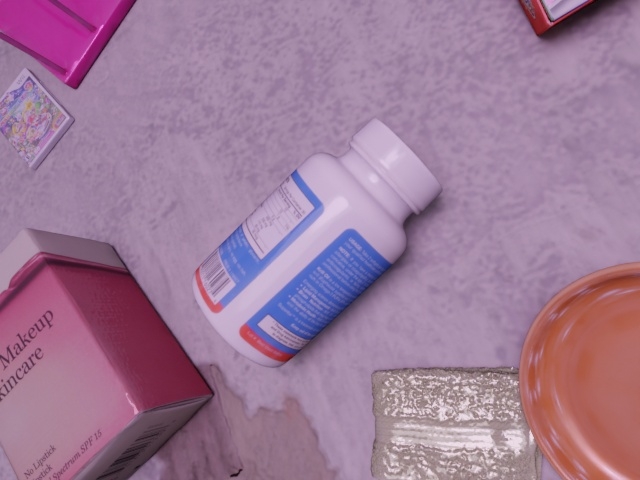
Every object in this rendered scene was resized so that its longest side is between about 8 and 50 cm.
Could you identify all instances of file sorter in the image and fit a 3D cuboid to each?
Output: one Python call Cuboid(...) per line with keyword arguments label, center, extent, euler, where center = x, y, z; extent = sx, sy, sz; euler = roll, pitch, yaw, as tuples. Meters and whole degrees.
Cuboid(label="file sorter", center=(-0.341, -0.387, 0.635), extent=(0.202, 0.182, 0.291), euler=(38, 95, 21))

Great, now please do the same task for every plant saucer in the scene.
Cuboid(label="plant saucer", center=(0.246, 0.112, 0.373), extent=(0.199, 0.037, 0.200), euler=(5, 98, 40))

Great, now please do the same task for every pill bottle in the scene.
Cuboid(label="pill bottle", center=(0.000, 0.000, 0.480), extent=(0.221, 0.124, 0.124), euler=(-43, 70, 8))

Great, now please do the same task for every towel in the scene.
Cuboid(label="towel", center=(0.116, 0.165, 0.462), extent=(0.148, 0.027, 0.110), euler=(-3, 79, 19))

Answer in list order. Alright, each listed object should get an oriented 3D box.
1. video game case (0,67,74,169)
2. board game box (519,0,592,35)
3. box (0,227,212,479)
Cuboid(label="video game case", center=(-0.391, -0.165, 0.707), extent=(0.122, 0.011, 0.087), euler=(44, 97, 21))
Cuboid(label="board game box", center=(0.273, -0.363, 0.420), extent=(0.316, 0.064, 0.242), euler=(-28, 95, 17))
Cuboid(label="box", center=(-0.252, 0.124, 0.547), extent=(0.148, 0.127, 0.232), euler=(-45, 70, 8))
